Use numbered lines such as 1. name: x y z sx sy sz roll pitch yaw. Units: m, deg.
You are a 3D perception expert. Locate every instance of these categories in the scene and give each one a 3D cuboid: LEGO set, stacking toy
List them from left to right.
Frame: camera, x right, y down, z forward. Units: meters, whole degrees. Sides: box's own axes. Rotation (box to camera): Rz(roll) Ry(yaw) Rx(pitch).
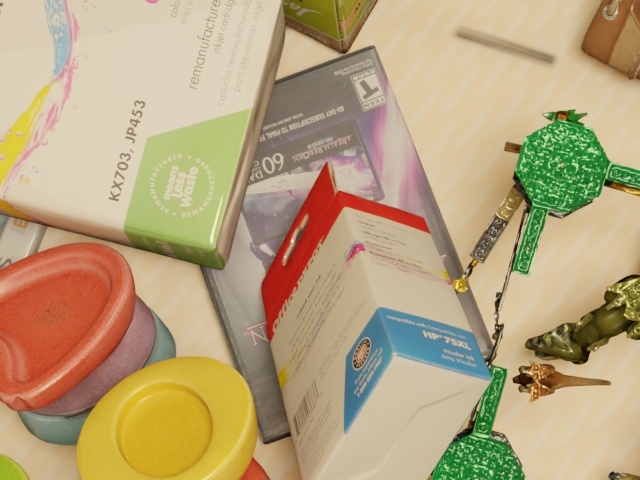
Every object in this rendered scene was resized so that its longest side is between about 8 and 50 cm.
1. stacking toy: -0.191 0.161 0.976 0.279 0.130 0.309 -33 40 -11
2. LEGO set: 0.210 0.079 1.000 0.254 0.192 0.331 7 88 7

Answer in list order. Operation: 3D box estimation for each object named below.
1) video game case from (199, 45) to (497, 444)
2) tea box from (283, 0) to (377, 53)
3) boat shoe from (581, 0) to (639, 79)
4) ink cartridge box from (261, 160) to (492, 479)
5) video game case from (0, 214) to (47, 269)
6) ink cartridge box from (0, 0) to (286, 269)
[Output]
1. video game case: 0.000 0.000 1.108 0.196 0.026 0.274 -20 76 -1
2. tea box: -0.003 -0.373 1.036 0.220 0.323 0.329 28 81 9
3. boat shoe: 0.290 -0.278 1.106 0.116 0.123 0.324 16 77 9
4. ink cartridge box: 0.029 0.062 0.977 0.078 0.231 0.134 16 121 -22
5. video game case: -0.343 0.028 1.121 0.201 0.023 0.183 18 79 7
6. ink cartridge box: -0.221 -0.122 1.057 0.353 0.119 0.207 14 83 2
